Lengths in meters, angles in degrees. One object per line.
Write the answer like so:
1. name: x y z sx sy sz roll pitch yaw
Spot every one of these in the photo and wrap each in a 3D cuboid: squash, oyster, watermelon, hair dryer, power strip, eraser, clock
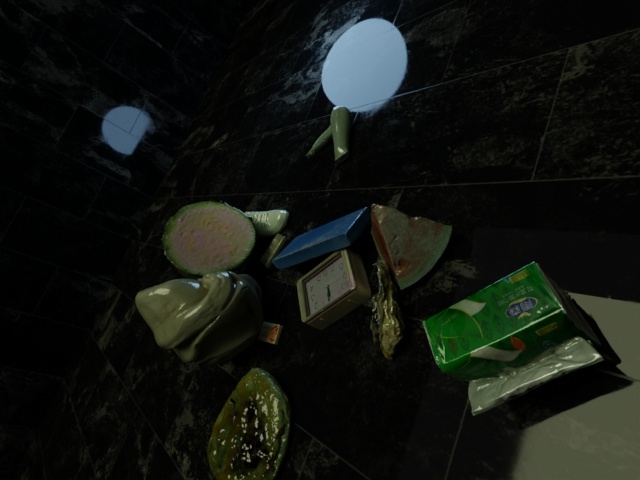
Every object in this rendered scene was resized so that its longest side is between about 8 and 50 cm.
1. squash: -0.387 0.067 1.427 0.308 0.311 0.310 108 165 -54
2. oyster: 0.149 0.141 0.888 0.072 0.132 0.209 0 47 10
3. watermelon: 0.184 -0.021 0.919 0.136 0.202 0.207 -25 35 -17
4. hair dryer: 0.020 -0.334 1.411 0.237 0.075 0.206 -27 53 48
5. power strip: -0.158 0.035 1.377 0.123 0.032 0.056 -57 37 2
6. eraser: 0.000 0.000 1.144 0.312 0.042 0.144 -22 19 43
7. clock: 0.032 0.128 1.054 0.192 0.071 0.146 -38 41 27

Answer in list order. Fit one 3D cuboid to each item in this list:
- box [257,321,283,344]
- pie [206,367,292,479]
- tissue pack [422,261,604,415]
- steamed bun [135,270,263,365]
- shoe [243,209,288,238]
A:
1. box: -0.153 0.281 1.216 0.093 0.015 0.058 -4 62 50
2. pie: -0.193 0.509 1.061 0.323 0.071 0.323 -27 48 35
3. tissue pack: 0.305 0.168 0.633 0.209 0.148 0.156 -37 40 28
4. steamed bun: -0.333 0.246 1.215 0.343 0.368 0.255 -15 76 10
5. shoe: -0.233 -0.064 1.473 0.265 0.110 0.095 -21 50 44
